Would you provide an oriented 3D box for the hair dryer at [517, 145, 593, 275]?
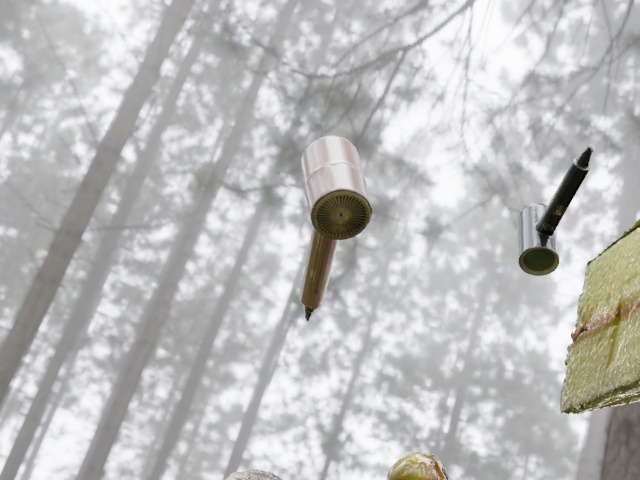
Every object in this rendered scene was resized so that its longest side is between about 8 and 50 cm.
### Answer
[{"bbox_3d":[0.406,-0.070,1.782,0.070,0.128,0.255,17,-50,-6],"label":"hair dryer"}]

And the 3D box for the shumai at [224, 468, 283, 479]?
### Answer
[{"bbox_3d":[-0.080,0.410,1.630,0.105,0.123,0.139,-18,-33,27],"label":"shumai"}]

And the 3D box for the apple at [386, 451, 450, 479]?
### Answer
[{"bbox_3d":[0.163,0.405,1.725,0.102,0.099,0.114,-26,-72,9],"label":"apple"}]

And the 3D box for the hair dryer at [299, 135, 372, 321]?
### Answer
[{"bbox_3d":[0.000,0.000,1.864,0.107,0.189,0.344,5,-54,-13],"label":"hair dryer"}]

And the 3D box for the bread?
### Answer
[{"bbox_3d":[0.564,0.107,1.885,0.405,0.345,0.242,-13,-26,34],"label":"bread"}]
